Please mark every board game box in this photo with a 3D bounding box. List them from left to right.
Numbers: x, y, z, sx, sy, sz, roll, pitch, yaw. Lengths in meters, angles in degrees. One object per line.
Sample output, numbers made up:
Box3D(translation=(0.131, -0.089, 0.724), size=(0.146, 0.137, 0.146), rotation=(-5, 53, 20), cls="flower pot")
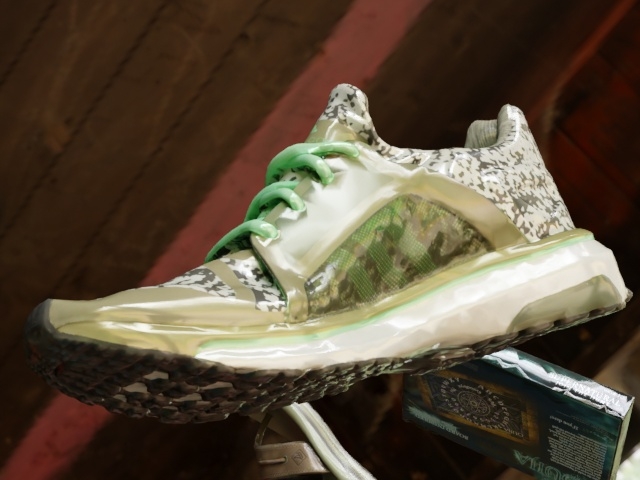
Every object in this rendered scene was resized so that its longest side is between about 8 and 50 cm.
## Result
Box3D(translation=(0.151, 0.134, 1.152), size=(0.026, 0.186, 0.126), rotation=(-52, -25, -35), cls="board game box")

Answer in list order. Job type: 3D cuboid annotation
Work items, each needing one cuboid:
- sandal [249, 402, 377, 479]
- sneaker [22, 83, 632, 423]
Box3D(translation=(-0.016, 0.244, 1.538), size=(0.086, 0.303, 0.120), rotation=(-37, -37, -13), cls="sandal")
Box3D(translation=(0.000, 0.000, 0.882), size=(0.410, 0.182, 0.158), rotation=(-8, -13, -37), cls="sneaker")
